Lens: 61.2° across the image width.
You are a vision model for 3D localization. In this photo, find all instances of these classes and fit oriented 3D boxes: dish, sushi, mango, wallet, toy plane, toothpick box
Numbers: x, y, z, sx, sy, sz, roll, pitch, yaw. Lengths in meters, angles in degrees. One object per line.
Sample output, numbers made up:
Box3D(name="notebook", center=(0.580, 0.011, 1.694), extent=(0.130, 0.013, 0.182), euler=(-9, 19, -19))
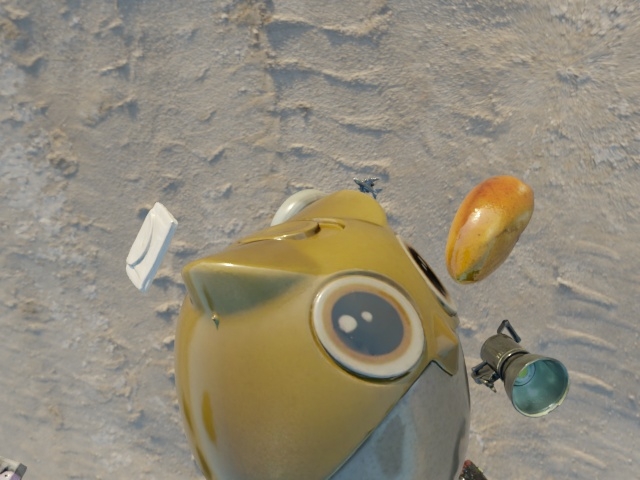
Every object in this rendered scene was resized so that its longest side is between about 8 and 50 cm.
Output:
Box3D(name="dish", center=(0.000, 0.000, 1.516), extent=(0.134, 0.274, 0.273), euler=(18, 115, 45))
Box3D(name="sushi", center=(0.403, 0.758, 1.613), extent=(0.126, 0.225, 0.136), euler=(53, 138, 27))
Box3D(name="mango", center=(0.427, -0.028, 1.419), extent=(0.199, 0.350, 0.201), euler=(52, 149, -18))
Box3D(name="wallet", center=(-0.375, 0.014, 1.185), extent=(0.124, 0.032, 0.182), euler=(39, 104, 44))
Box3D(name="toy plane", center=(0.124, -0.146, 1.465), extent=(0.083, 0.031, 0.078), euler=(34, 114, -2))
Box3D(name="toothpick box", center=(0.005, 0.171, 0.763), extent=(0.409, 0.409, 0.424), euler=(-7, 105, 26))

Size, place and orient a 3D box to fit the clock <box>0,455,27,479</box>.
Box3D(name="clock", center=(-0.846, 0.592, 1.270), extent=(0.254, 0.186, 0.083), euler=(4, 136, 15))

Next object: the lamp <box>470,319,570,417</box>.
Box3D(name="lamp", center=(0.461, 0.307, 1.308), extent=(0.172, 0.227, 0.147), euler=(-40, 108, -1))
